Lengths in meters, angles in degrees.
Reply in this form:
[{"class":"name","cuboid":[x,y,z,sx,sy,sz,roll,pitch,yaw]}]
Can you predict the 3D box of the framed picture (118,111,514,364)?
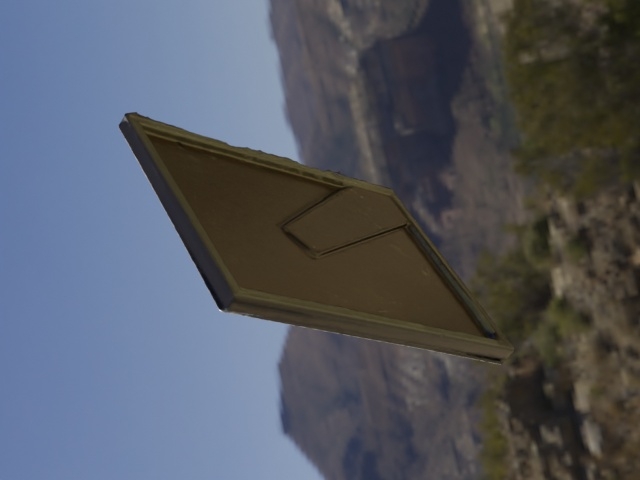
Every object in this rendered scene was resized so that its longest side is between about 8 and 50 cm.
[{"class":"framed picture","cuboid":[0.000,0.000,0.542,0.149,0.011,0.109,14,-149,-41]}]
